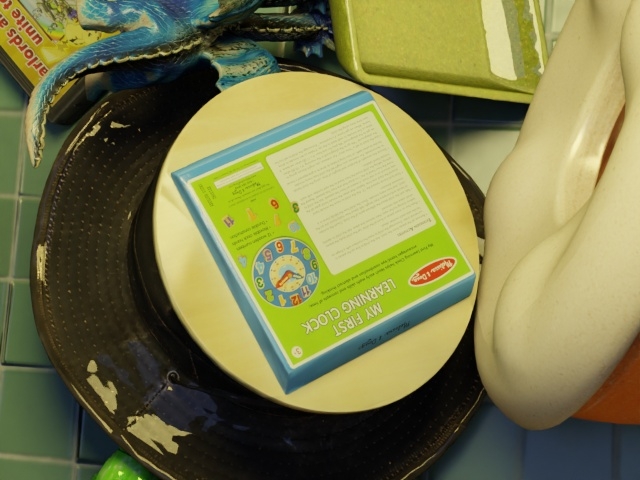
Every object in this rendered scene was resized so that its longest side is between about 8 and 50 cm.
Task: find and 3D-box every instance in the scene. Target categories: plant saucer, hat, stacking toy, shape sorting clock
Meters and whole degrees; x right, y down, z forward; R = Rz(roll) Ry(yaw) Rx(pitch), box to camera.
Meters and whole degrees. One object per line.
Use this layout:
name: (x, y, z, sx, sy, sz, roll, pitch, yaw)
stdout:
plant saucer: (0.065, -0.179, 1.053, 0.045, 0.188, 0.188, -18, 76, 46)
hat: (-0.034, 0.007, 1.016, 0.331, 0.134, 0.331, 0, 73, -1)
stacking toy: (0.354, 0.005, 0.926, 0.480, 0.350, 0.351, 20, 86, -5)
shape sorting clock: (0.000, 0.000, 0.935, 0.206, 0.040, 0.206, 9, 66, -21)

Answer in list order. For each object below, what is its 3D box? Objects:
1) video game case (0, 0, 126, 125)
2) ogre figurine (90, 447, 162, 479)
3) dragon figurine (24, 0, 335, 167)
video game case: (-0.186, -0.266, 1.144, 0.248, 0.035, 0.275, -44, 76, 16)
ogre figurine: (-0.101, 0.189, 1.062, 0.118, 0.097, 0.197, 25, 103, -3)
dragon figurine: (-0.073, -0.128, 1.006, 0.144, 0.289, 0.085, 6, 114, 17)
